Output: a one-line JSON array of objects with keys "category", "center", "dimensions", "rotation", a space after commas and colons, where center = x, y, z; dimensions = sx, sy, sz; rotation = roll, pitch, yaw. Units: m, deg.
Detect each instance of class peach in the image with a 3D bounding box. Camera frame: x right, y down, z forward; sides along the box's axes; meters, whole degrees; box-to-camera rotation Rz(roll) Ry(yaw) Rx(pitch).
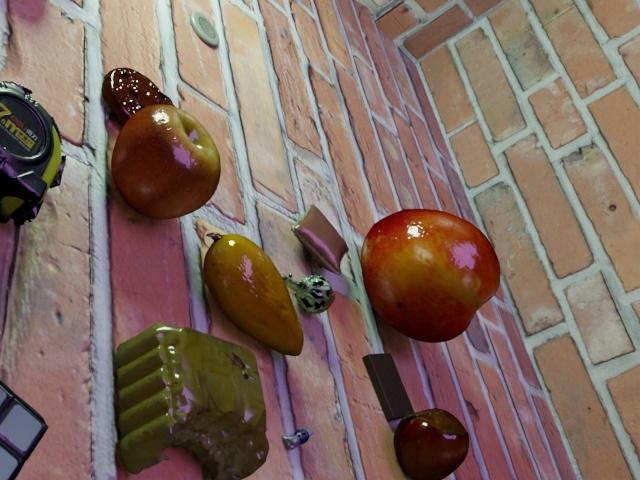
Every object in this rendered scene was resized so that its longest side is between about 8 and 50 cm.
[{"category": "peach", "center": [0.287, 0.085, 1.938], "dimensions": [0.388, 0.388, 0.388], "rotation": [43, 30, -32]}]

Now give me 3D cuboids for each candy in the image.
[{"category": "candy", "center": [-0.087, 0.082, 1.590], "dimensions": [0.306, 0.083, 0.091], "rotation": [29, 40, -35]}]

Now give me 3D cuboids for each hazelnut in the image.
[{"category": "hazelnut", "center": [0.261, 0.484, 1.676], "dimensions": [0.178, 0.178, 0.204], "rotation": [58, -6, -2]}]

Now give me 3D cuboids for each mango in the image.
[{"category": "mango", "center": [-0.129, 0.109, 1.414], "dimensions": [0.316, 0.119, 0.176], "rotation": [53, 18, -24]}]

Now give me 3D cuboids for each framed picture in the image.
[{"category": "framed picture", "center": [0.173, 0.368, 1.797], "dimensions": [0.128, 0.023, 0.168], "rotation": [12, 52, -58]}]

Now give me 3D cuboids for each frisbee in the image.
[{"category": "frisbee", "center": [-0.316, -0.581, 1.950], "dimensions": [0.110, 0.014, 0.110], "rotation": [43, 29, -31]}]

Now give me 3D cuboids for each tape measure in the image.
[{"category": "tape measure", "center": [-0.476, -0.139, 1.055], "dimensions": [0.199, 0.112, 0.186], "rotation": [49, 33, -34]}]

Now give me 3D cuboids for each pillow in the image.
[{"category": "pillow", "center": [0.000, 0.000, 1.820], "dimensions": [0.171, 0.075, 0.179], "rotation": [49, 24, -9]}]

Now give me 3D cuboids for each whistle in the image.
[{"category": "whistle", "center": [-0.042, 0.381, 1.378], "dimensions": [0.033, 0.029, 0.083], "rotation": [51, 29, 20]}]

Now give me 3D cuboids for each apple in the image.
[{"category": "apple", "center": [-0.292, -0.144, 1.335], "dimensions": [0.210, 0.173, 0.235], "rotation": [50, 17, -8]}]

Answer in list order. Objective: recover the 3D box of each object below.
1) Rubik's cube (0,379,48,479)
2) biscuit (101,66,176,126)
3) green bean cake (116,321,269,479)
[{"category": "Rubik's cube", "center": [-0.411, 0.218, 0.715], "dimensions": [0.160, 0.162, 0.163], "rotation": [49, 28, -19]}, {"category": "biscuit", "center": [-0.371, -0.274, 1.474], "dimensions": [0.192, 0.049, 0.192], "rotation": [38, 30, -26]}, {"category": "green bean cake", "center": [-0.194, 0.259, 1.117], "dimensions": [0.236, 0.124, 0.232], "rotation": [31, 37, -47]}]
